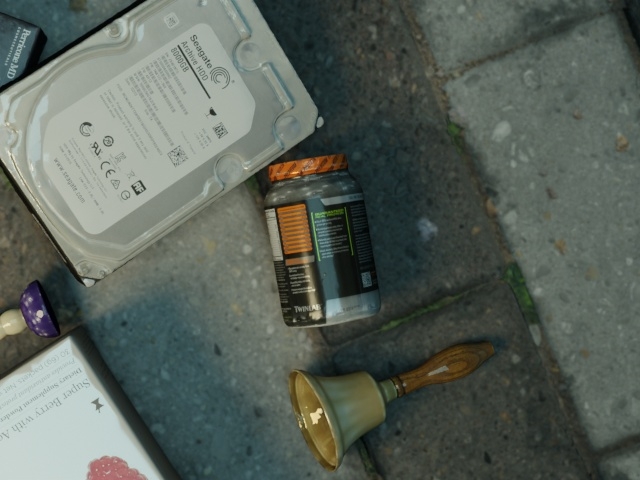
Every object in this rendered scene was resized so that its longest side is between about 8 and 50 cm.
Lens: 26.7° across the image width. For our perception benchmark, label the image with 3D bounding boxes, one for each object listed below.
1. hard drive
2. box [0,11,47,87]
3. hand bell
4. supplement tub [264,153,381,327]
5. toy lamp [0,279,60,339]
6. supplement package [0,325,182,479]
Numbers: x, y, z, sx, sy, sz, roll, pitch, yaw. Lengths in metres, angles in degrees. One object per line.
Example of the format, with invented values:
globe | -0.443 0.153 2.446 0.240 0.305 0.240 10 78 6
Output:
hard drive | -0.190 -0.137 1.515 0.339 0.064 0.236 -35 108 -15
box | -0.411 -0.191 1.523 0.158 0.093 0.155 19 88 -7
hand bell | 0.096 0.168 1.592 0.242 0.126 0.126 -21 93 -19
supplement tub | 0.000 0.000 1.557 0.117 0.117 0.190 -9 91 -6
toy lamp | -0.438 0.125 1.530 0.275 0.080 0.080 -23 93 -7
supplement package | -0.265 0.266 1.500 0.178 0.175 0.293 -33 94 -6
